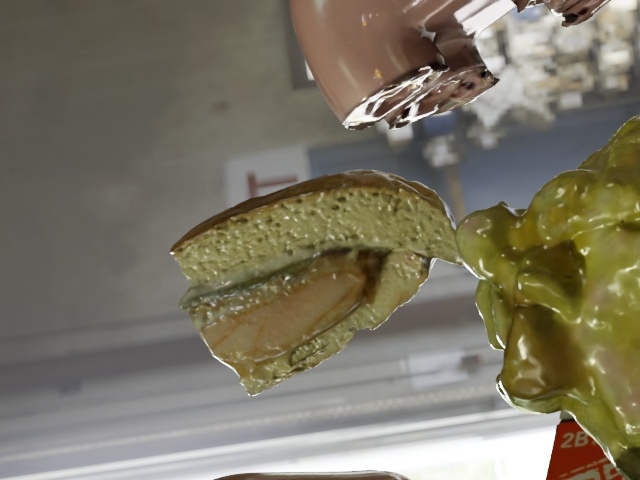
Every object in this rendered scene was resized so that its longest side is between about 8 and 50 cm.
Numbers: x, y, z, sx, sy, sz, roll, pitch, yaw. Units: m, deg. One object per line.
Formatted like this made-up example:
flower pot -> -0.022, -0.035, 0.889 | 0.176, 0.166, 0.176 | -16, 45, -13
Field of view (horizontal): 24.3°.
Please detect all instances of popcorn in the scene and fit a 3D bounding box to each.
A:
popcorn -> 0.222, 0.034, 0.944 | 0.212, 0.259, 0.259 | -6, -93, -67

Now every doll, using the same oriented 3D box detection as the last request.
doll -> 0.044, -0.219, 0.716 | 0.268, 0.216, 0.284 | 60, -159, 9

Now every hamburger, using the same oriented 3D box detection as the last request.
hamburger -> 0.000, 0.000, 1.121 | 0.135, 0.208, 0.155 | 54, -160, -14

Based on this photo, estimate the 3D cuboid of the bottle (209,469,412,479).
bottle -> -0.048, 0.300, 1.271 | 0.173, 0.297, 0.206 | 7, 90, 53

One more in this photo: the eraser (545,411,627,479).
eraser -> 0.241, 0.186, 1.098 | 0.038, 0.157, 0.230 | 55, -140, -34
